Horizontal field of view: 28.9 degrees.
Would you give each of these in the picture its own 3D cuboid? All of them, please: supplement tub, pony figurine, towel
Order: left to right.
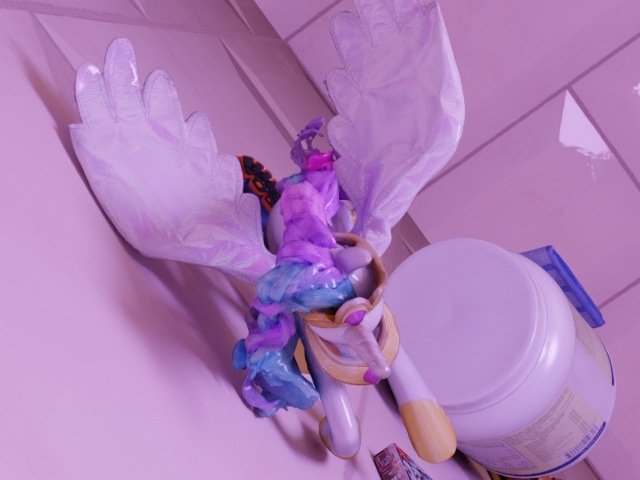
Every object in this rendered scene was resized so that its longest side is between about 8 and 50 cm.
[{"bbox_3d":[0.000,0.000,0.983,0.363,0.303,0.351,71,-2,-64],"label":"pony figurine"},{"bbox_3d":[0.225,0.090,1.714,0.209,0.285,0.034,45,40,-43],"label":"towel"},{"bbox_3d":[0.215,0.147,1.517,0.325,0.235,0.235,41,16,-56],"label":"supplement tub"}]

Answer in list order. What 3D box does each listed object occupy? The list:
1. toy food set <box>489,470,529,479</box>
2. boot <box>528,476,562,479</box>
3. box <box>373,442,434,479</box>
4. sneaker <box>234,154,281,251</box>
[{"bbox_3d":[0.299,0.348,1.727,0.218,0.071,0.128,56,9,13],"label":"toy food set"},{"bbox_3d":[0.322,0.410,1.623,0.152,0.073,0.197,28,48,-16],"label":"boot"},{"bbox_3d":[0.102,0.264,1.158,0.094,0.027,0.137,46,12,-39],"label":"box"},{"bbox_3d":[-0.029,0.011,1.264,0.221,0.083,0.087,59,2,9],"label":"sneaker"}]
